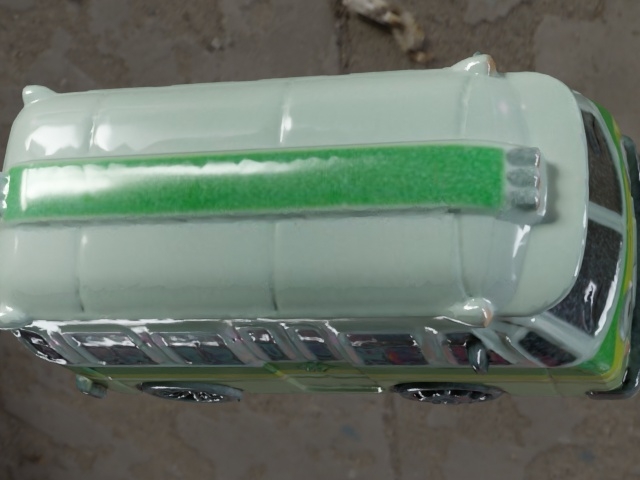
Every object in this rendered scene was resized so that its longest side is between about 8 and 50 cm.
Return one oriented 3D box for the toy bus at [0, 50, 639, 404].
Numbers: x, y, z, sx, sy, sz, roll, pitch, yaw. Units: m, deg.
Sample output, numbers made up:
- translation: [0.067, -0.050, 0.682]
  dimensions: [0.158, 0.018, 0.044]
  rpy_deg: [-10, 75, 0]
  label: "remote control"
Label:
- translation: [0.000, 0.000, 0.568]
  dimensions: [0.276, 0.133, 0.165]
  rpy_deg: [-2, 164, 17]
  label: "toy bus"
